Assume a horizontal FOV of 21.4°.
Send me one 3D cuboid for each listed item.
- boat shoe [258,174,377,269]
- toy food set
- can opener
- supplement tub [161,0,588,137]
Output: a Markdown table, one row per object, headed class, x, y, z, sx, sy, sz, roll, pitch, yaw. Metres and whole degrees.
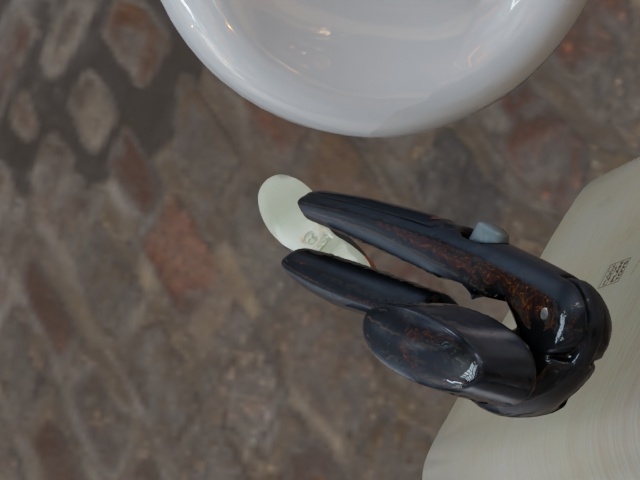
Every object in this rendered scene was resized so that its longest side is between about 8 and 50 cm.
| class | x | y | z | sx | sy | sz | roll | pitch | yaw |
| --- | --- | --- | --- | --- | --- | --- | --- | --- | --- |
| boat shoe | 0.000 | 0.000 | 1.378 | 0.049 | 0.043 | 0.137 | -46 | 63 | 2 |
| toy food set | 0.199 | 0.047 | 0.967 | 0.306 | 0.092 | 0.220 | -56 | 14 | -28 |
| can opener | 0.038 | 0.014 | 0.620 | 0.059 | 0.073 | 0.186 | -64 | 31 | 5 |
| supplement tub | 0.005 | -0.124 | 0.579 | 0.199 | 0.144 | 0.144 | -118 | 50 | -72 |
